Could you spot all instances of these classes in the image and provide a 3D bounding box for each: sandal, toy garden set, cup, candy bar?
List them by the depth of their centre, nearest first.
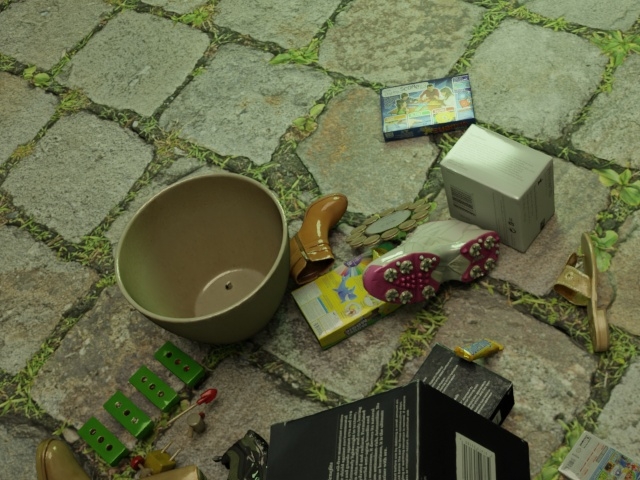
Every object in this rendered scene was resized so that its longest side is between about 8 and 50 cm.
[{"bbox_3d":[0.280,0.193,1.695,0.040,0.161,0.018,27,104,26],"label":"candy bar"},{"bbox_3d":[0.464,0.090,1.740,0.079,0.088,0.240,-5,60,5],"label":"sandal"},{"bbox_3d":[-0.303,0.337,1.806,0.204,0.049,0.244,32,69,33],"label":"toy garden set"},{"bbox_3d":[-0.195,0.068,1.843,0.331,0.237,0.331,-8,55,11],"label":"cup"}]

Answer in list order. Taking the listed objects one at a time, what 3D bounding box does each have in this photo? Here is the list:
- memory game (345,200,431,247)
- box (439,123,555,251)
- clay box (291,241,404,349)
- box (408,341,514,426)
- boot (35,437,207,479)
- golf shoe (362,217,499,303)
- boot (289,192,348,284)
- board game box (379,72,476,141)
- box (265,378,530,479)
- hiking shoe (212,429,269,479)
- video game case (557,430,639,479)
[{"bbox_3d":[0.135,-0.032,1.899,0.186,0.012,0.186,-24,15,7],"label":"memory game"},{"bbox_3d":[0.344,-0.101,1.847,0.182,0.181,0.119,29,68,30],"label":"box"},{"bbox_3d":[0.070,0.105,1.859,0.222,0.053,0.127,-27,54,-7],"label":"clay box"},{"bbox_3d":[0.230,0.289,1.662,0.158,0.093,0.156,27,67,28],"label":"box"},{"bbox_3d":[-0.335,0.430,1.670,0.270,0.236,0.089,-14,14,8],"label":"boot"},{"bbox_3d":[0.191,0.033,1.810,0.306,0.115,0.140,-14,34,-31],"label":"golf shoe"},{"bbox_3d":[0.000,0.000,1.915,0.197,0.073,0.152,-42,32,2],"label":"boot"},{"bbox_3d":[0.234,-0.293,2.103,0.201,0.035,0.136,-8,54,10],"label":"board game box"},{"bbox_3d":[0.120,0.374,1.449,0.294,0.296,0.182,-24,48,36],"label":"box"},{"bbox_3d":[-0.110,0.446,1.665,0.114,0.086,0.226,-36,48,6],"label":"hiking shoe"},{"bbox_3d":[0.468,0.381,1.583,0.122,0.011,0.087,30,67,31],"label":"video game case"}]
